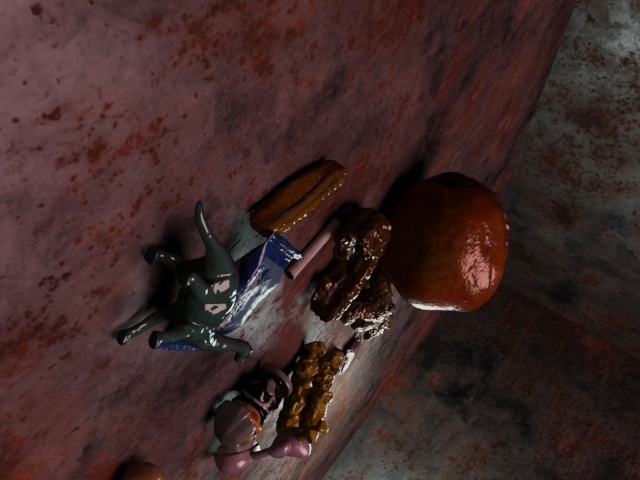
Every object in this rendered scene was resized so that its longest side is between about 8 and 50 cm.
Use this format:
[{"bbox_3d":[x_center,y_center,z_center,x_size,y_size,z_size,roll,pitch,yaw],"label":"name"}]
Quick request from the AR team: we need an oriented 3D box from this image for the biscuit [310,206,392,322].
[{"bbox_3d":[0.096,0.058,1.702,0.268,0.115,0.366,-41,160,-48],"label":"biscuit"}]

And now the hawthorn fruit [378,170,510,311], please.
[{"bbox_3d":[0.423,-0.002,1.959,0.472,0.472,0.471,-46,155,-29],"label":"hawthorn fruit"}]

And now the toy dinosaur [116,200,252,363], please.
[{"bbox_3d":[-0.175,0.101,1.095,0.331,0.129,0.383,4,125,-50],"label":"toy dinosaur"}]

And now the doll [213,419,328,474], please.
[{"bbox_3d":[-0.156,0.591,1.674,0.160,0.365,0.094,-1,75,-66],"label":"doll"}]

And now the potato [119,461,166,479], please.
[{"bbox_3d":[-0.402,0.558,1.328,0.112,0.112,0.147,-40,148,-40],"label":"potato"}]

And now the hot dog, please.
[{"bbox_3d":[-0.045,-0.094,1.287,0.289,0.083,0.068,-39,170,-40],"label":"hot dog"}]

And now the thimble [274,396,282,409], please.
[{"bbox_3d":[-0.158,0.480,1.806,0.084,0.062,0.110,-50,157,-26],"label":"thimble"}]

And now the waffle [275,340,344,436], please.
[{"bbox_3d":[-0.035,0.477,1.858,0.324,0.151,0.261,-59,172,-65],"label":"waffle"}]

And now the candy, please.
[{"bbox_3d":[-0.181,0.120,1.242,0.331,0.077,0.187,-47,158,1],"label":"candy"}]

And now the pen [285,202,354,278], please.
[{"bbox_3d":[0.000,0.000,1.561,0.269,0.033,0.033,-49,156,-25],"label":"pen"}]

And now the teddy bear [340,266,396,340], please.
[{"bbox_3d":[0.198,0.252,2.160,0.267,0.156,0.256,-51,160,-19],"label":"teddy bear"}]

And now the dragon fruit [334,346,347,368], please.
[{"bbox_3d":[0.036,0.474,2.258,0.097,0.063,0.131,7,113,-28],"label":"dragon fruit"}]

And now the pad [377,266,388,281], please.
[{"bbox_3d":[0.251,0.125,2.307,0.202,0.005,0.299,-47,155,-28],"label":"pad"}]

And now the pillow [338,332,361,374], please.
[{"bbox_3d":[0.125,0.475,2.441,0.118,0.043,0.185,-42,153,-42],"label":"pillow"}]

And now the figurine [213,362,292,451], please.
[{"bbox_3d":[-0.194,0.467,1.624,0.236,0.133,0.176,-44,157,-42],"label":"figurine"}]
